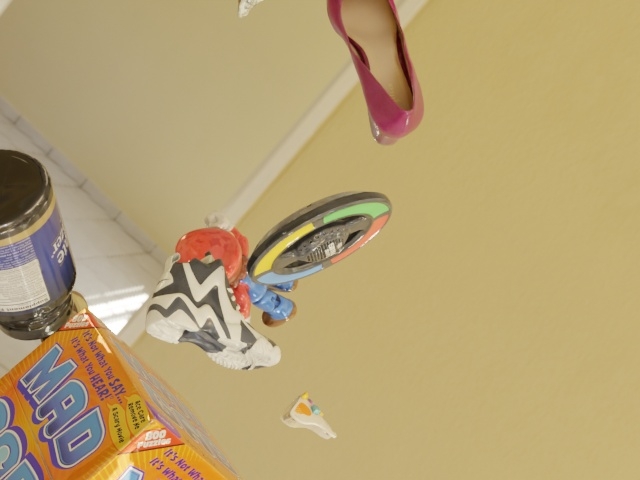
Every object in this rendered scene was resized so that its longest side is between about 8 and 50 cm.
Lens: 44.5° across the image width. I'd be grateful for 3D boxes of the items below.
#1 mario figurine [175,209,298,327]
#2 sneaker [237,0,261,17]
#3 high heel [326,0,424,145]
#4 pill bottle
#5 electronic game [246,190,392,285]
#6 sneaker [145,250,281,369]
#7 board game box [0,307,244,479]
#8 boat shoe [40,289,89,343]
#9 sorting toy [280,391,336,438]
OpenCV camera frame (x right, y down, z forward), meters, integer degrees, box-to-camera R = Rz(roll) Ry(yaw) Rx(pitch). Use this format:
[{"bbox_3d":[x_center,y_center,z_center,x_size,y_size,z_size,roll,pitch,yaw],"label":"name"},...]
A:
[{"bbox_3d":[-0.187,0.069,1.592,0.320,0.170,0.198,36,14,-49],"label":"mario figurine"},{"bbox_3d":[-0.093,-0.327,1.062,0.037,0.031,0.083,1,-13,-11],"label":"sneaker"},{"bbox_3d":[0.101,-0.356,1.332,0.181,0.127,0.377,134,-61,-80],"label":"high heel"},{"bbox_3d":[-0.344,0.015,0.879,0.123,0.123,0.219,46,-29,29],"label":"pill bottle"},{"bbox_3d":[0.000,0.000,1.123,0.048,0.229,0.229,62,15,19],"label":"electronic game"},{"bbox_3d":[-0.149,0.095,1.176,0.235,0.094,0.153,24,54,-32],"label":"sneaker"},{"bbox_3d":[-0.389,0.416,1.371,0.356,0.356,0.356,39,-13,49],"label":"board game box"},{"bbox_3d":[-0.537,0.277,1.667,0.123,0.123,0.341,-5,83,-71],"label":"boat shoe"},{"bbox_3d":[-0.011,0.257,1.115,0.075,0.045,0.083,40,-21,1],"label":"sorting toy"}]
